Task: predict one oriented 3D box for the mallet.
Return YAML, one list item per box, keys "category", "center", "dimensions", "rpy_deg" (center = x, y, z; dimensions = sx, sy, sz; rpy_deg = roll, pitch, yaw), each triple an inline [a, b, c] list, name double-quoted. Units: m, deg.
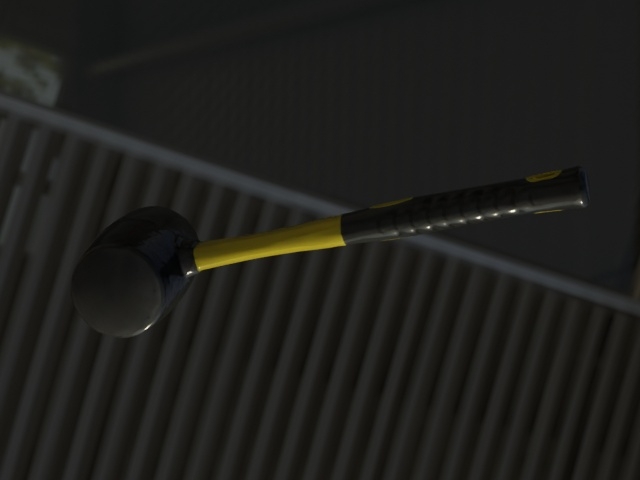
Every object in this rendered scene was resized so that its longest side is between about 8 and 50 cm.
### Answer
- category: "mallet"
  center: [0.000, 0.000, 0.635]
  dimensions: [0.062, 0.189, 0.039]
  rpy_deg: [-44, 123, -65]
